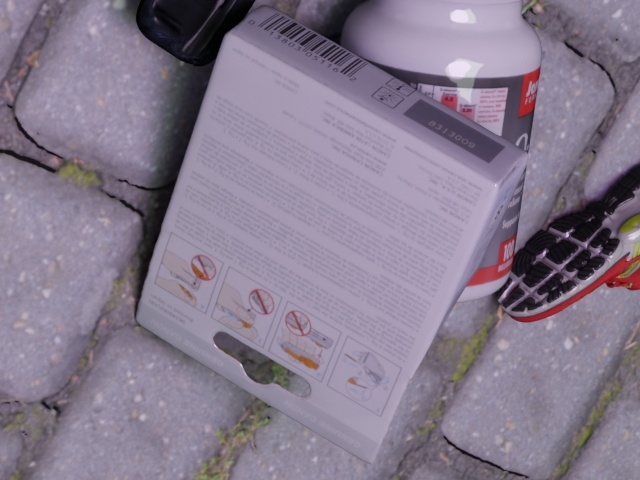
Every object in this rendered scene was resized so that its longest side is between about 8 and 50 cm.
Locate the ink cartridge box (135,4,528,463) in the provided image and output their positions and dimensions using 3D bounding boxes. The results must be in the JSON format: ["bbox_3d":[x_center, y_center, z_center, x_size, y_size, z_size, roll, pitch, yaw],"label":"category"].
[{"bbox_3d":[0.000,0.000,1.938,0.091,0.308,0.385,-44,161,-51],"label":"ink cartridge box"}]

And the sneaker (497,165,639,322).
[{"bbox_3d":[0.337,0.025,2.241,0.279,0.107,0.118,-32,131,-9],"label":"sneaker"}]

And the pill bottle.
[{"bbox_3d":[0.117,-0.135,1.995,0.210,0.210,0.363,-4,112,-25],"label":"pill bottle"}]

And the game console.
[{"bbox_3d":[-0.063,-0.342,1.870,0.213,0.044,0.361,31,94,-32],"label":"game console"}]
